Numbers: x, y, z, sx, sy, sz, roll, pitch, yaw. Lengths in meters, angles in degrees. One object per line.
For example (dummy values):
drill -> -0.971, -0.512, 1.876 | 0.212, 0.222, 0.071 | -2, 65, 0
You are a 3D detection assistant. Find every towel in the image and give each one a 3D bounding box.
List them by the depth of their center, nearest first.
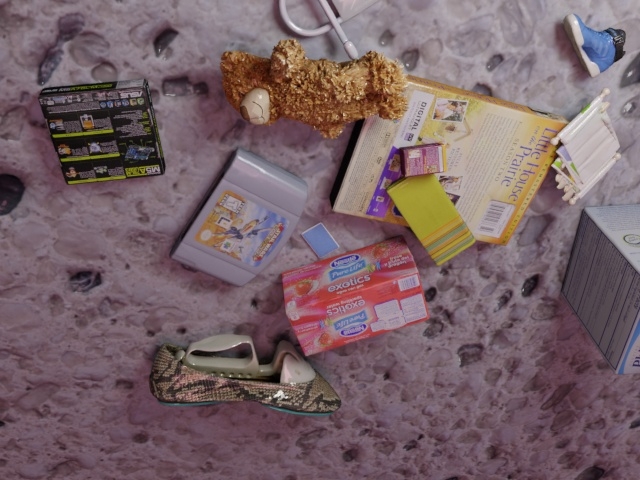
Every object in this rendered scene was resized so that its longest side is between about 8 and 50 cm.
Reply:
towel -> 0.235, -0.051, 1.272 | 0.102, 0.021, 0.237 | -34, 122, 9

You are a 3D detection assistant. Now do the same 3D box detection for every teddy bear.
teddy bear -> -0.011, -0.252, 1.048 | 0.337, 0.245, 0.113 | 6, 80, -5

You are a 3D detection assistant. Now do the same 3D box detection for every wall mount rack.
wall mount rack -> 0.067, -0.472, 0.959 | 0.350, 0.130, 0.304 | -30, 124, 11

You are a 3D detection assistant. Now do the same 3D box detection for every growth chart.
growth chart -> 0.550, -0.181, 1.256 | 0.172, 0.021, 0.237 | -41, 136, 4

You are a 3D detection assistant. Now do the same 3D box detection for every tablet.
tablet -> 0.000, 0.000, 1.354 | 0.054, 0.006, 0.083 | -30, 123, 12

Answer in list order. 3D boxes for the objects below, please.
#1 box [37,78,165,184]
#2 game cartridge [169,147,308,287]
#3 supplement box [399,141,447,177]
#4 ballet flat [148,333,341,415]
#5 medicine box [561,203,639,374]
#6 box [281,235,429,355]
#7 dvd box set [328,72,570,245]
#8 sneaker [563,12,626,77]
box -> -0.402, -0.200, 1.131 | 0.190, 0.045, 0.184 | -7, 128, -5
game cartridge -> -0.164, -0.034, 1.278 | 0.198, 0.062, 0.297 | 28, 116, -20
supplement box -> 0.198, -0.156, 1.170 | 0.083, 0.043, 0.055 | -7, 106, -3
ballet flat -> -0.167, 0.322, 1.478 | 0.482, 0.164, 0.182 | 8, 103, -12
medicine box -> 0.694, 0.103, 1.358 | 0.149, 0.289, 0.264 | -5, 125, -5
box -> 0.077, 0.126, 1.370 | 0.299, 0.142, 0.154 | -18, 125, 4
dvd box set -> 0.261, -0.160, 1.249 | 0.420, 0.062, 0.308 | 10, 122, -15
sneaker -> 0.519, -0.383, 1.132 | 0.084, 0.058, 0.152 | -32, 128, 21
